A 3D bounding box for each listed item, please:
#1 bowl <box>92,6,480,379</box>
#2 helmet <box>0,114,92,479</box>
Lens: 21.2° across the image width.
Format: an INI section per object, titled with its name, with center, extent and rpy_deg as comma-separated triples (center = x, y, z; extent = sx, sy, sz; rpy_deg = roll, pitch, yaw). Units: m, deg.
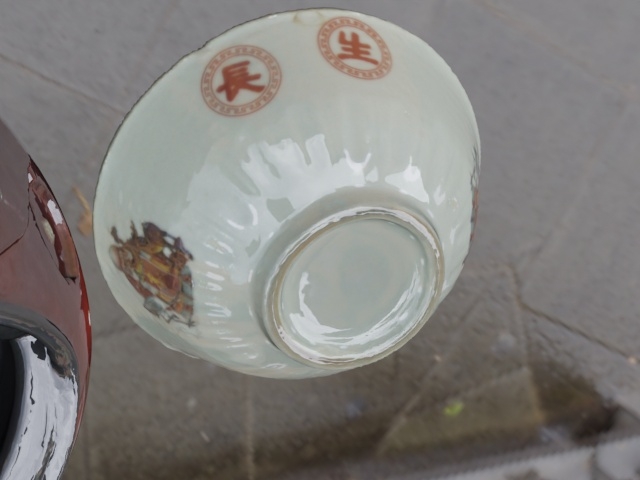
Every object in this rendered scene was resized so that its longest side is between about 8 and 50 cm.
[bowl]
center = 0.000, 0.000, 1.352
extent = 0.337, 0.157, 0.337
rpy_deg = -11, 124, -16
[helmet]
center = -0.177, 0.026, 0.585
extent = 0.189, 0.193, 0.216
rpy_deg = -27, 100, 8
